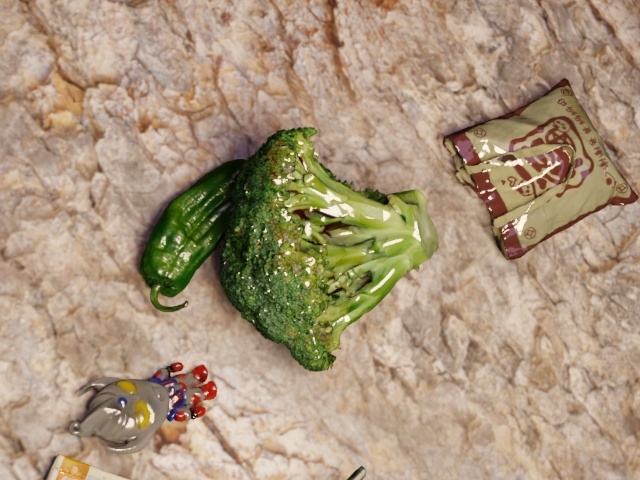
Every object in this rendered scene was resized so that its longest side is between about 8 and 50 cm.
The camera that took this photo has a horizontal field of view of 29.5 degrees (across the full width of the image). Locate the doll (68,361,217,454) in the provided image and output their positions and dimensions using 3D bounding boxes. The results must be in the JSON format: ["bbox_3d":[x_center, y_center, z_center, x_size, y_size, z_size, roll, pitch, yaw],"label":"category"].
[{"bbox_3d":[-0.223,0.207,1.520,0.195,0.062,0.104,-17,80,-29],"label":"doll"}]

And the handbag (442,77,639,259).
[{"bbox_3d":[0.321,-0.105,1.762,0.235,0.127,0.213,-26,84,-21],"label":"handbag"}]

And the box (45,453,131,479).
[{"bbox_3d":[-0.300,0.380,1.456,0.122,0.032,0.220,22,69,-9],"label":"box"}]

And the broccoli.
[{"bbox_3d":[0.000,0.000,1.540,0.275,0.308,0.307,-14,75,18],"label":"broccoli"}]

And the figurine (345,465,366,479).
[{"bbox_3d":[0.104,0.451,1.446,0.340,0.323,0.231,45,99,9],"label":"figurine"}]

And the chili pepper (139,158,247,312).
[{"bbox_3d":[-0.161,-0.017,1.604,0.100,0.074,0.257,37,65,-4],"label":"chili pepper"}]
